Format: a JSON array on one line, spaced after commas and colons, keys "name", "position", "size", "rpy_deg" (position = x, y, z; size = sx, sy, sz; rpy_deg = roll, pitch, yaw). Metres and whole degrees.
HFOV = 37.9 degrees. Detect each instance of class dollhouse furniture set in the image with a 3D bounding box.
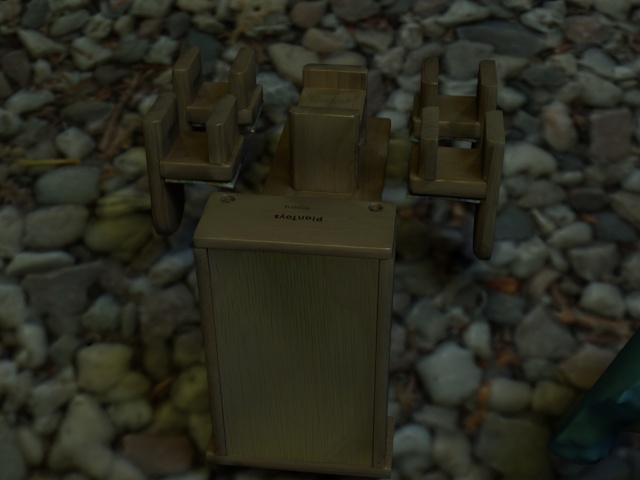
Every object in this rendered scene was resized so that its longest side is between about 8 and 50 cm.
[{"name": "dollhouse furniture set", "position": [0.000, 0.000, 0.585], "size": [0.212, 0.161, 0.242], "rpy_deg": [4, 35, 6]}]

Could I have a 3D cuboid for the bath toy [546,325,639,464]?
[{"name": "bath toy", "position": [0.279, 0.169, 0.436], "size": [0.348, 0.151, 0.129], "rpy_deg": [40, 102, 22]}]
